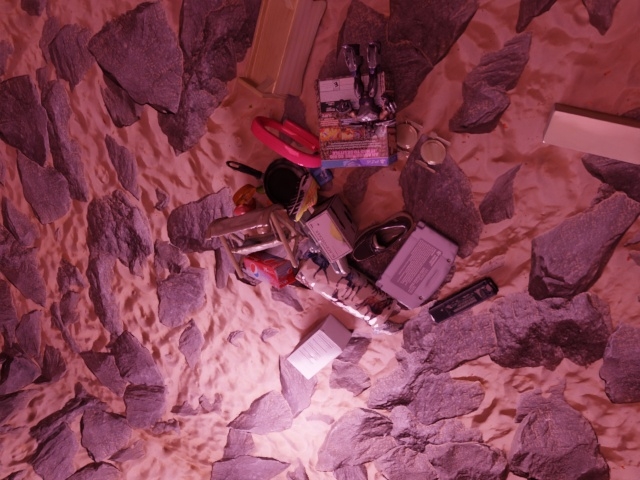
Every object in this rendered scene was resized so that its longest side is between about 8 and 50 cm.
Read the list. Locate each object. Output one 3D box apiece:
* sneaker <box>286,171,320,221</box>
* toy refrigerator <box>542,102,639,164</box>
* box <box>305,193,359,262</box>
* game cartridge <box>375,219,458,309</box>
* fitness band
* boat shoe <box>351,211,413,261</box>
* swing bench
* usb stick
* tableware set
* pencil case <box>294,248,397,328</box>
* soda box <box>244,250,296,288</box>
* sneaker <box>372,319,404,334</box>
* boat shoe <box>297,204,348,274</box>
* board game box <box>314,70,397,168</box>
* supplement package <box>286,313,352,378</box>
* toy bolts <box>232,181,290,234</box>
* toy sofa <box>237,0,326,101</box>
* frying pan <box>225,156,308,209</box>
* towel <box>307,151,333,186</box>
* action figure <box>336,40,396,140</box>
[{"bbox_3d":[-0.051,-0.147,1.789,0.081,0.208,0.094,-11,139,46],"label":"sneaker"},{"bbox_3d":[0.807,-0.316,1.438,0.270,0.094,0.102,17,126,15],"label":"toy refrigerator"},{"bbox_3d":[0.050,-0.051,1.743,0.087,0.290,0.169,-31,99,16],"label":"box"},{"bbox_3d":[0.360,0.098,1.794,0.196,0.060,0.294,36,106,8],"label":"game cartridge"},{"bbox_3d":[-0.104,-0.352,1.717,0.291,0.209,0.054,33,120,8],"label":"fitness band"},{"bbox_3d":[0.217,-0.003,1.818,0.285,0.092,0.103,-34,98,31],"label":"boat shoe"},{"bbox_3d":[-0.236,-0.016,1.810,0.253,0.165,0.254,-11,135,22],"label":"swing bench"},{"bbox_3d":[0.527,0.227,1.830,0.278,0.045,0.077,-36,90,31],"label":"usb stick"},{"bbox_3d":[0.338,-0.330,1.652,0.194,0.039,0.128,34,133,11],"label":"tableware set"},{"bbox_3d":[0.106,0.171,1.905,0.410,0.160,0.183,32,108,5],"label":"pencil case"},{"bbox_3d":[-0.210,0.113,1.979,0.263,0.083,0.092,14,123,53],"label":"soda box"},{"bbox_3d":[0.269,0.347,1.987,0.135,0.052,0.058,-9,106,25],"label":"sneaker"},{"bbox_3d":[0.000,0.000,1.850,0.099,0.116,0.319,-33,74,16],"label":"boat shoe"},{"bbox_3d":[0.123,-0.392,1.622,0.232,0.141,0.290,1,105,22],"label":"board game box"},{"bbox_3d":[-0.004,0.452,2.093,0.134,0.139,0.244,44,122,0],"label":"supplement package"},{"bbox_3d":[-0.233,-0.117,1.887,0.158,0.218,0.228,48,131,8],"label":"toy bolts"},{"bbox_3d":[-0.133,-0.664,1.640,0.150,0.177,0.362,40,125,30],"label":"toy sofa"},{"bbox_3d":[-0.182,-0.200,1.794,0.053,0.326,0.197,-7,92,62],"label":"frying pan"},{"bbox_3d":[-0.008,-0.264,1.825,0.067,0.029,0.119,-30,100,29],"label":"towel"},{"bbox_3d":[0.134,-0.441,1.474,0.185,0.099,0.285,-3,106,17],"label":"action figure"}]
